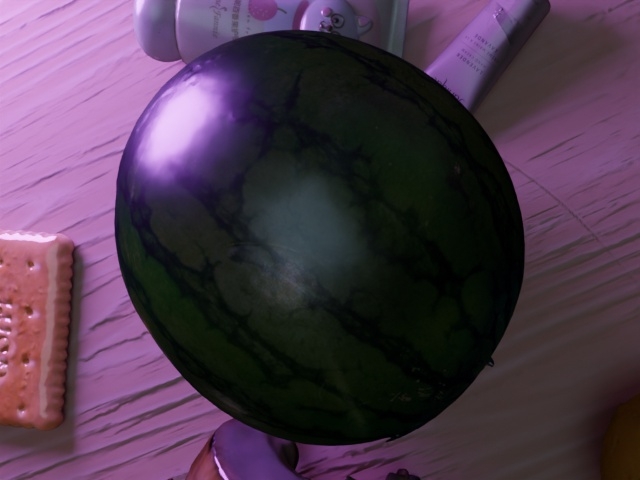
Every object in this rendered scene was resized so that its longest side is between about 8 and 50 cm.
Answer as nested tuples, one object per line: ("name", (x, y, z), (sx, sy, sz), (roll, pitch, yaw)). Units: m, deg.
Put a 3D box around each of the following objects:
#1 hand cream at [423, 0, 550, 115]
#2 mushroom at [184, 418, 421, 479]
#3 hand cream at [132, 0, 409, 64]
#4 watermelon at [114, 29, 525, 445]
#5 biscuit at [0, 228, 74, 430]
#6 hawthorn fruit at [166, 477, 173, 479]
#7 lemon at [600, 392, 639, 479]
("hand cream", (0.183, -0.213, 0.592), (0.087, 0.054, 0.186), (42, 101, 9))
("mushroom", (-0.049, 0.410, 0.505), (0.313, 0.224, 0.398), (28, 97, -17))
("hand cream", (-0.055, -0.238, 0.612), (0.305, 0.093, 0.147), (6, 91, -1))
("watermelon", (0.000, 0.000, 0.466), (0.362, 0.363, 0.364), (0, 89, 7))
("biscuit", (-0.396, 0.111, 0.671), (0.160, 0.030, 0.250), (5, 90, 8))
("hawthorn fruit", (-0.233, 0.376, 0.596), (0.162, 0.163, 0.204), (-2, 75, 7))
("lemon", (0.365, 0.224, 0.501), (0.173, 0.173, 0.207), (18, 80, 7))
